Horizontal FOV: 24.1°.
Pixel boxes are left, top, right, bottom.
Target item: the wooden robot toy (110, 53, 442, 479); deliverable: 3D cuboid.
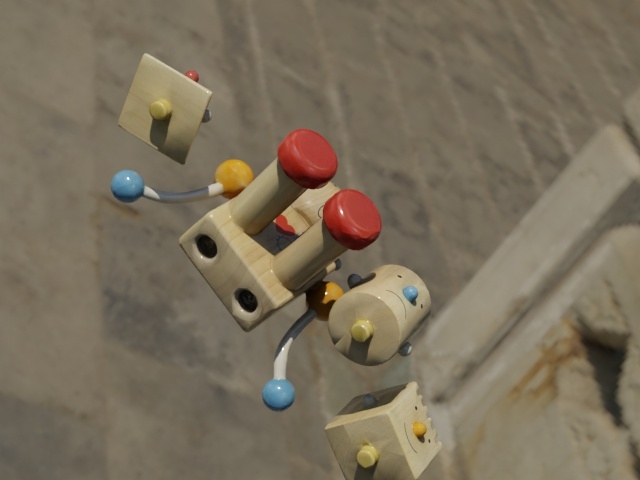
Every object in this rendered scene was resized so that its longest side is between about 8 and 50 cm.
[{"bbox_3d":[0.000,0.000,0.543,0.173,0.076,0.079,54,31,1],"label":"wooden robot toy"}]
